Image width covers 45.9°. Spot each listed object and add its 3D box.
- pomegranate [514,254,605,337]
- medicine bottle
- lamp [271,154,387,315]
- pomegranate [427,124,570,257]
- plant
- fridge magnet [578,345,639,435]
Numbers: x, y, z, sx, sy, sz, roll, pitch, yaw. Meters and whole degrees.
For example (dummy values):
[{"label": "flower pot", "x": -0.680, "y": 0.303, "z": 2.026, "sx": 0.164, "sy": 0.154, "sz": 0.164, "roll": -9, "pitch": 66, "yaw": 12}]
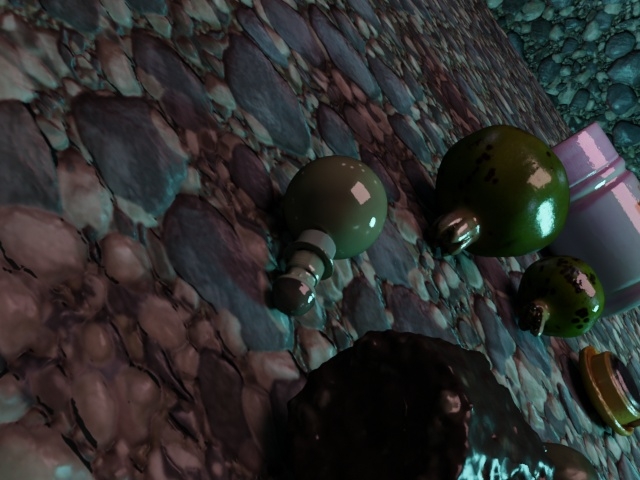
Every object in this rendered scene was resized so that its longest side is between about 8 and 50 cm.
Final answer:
[{"label": "pomegranate", "x": 0.327, "y": 0.088, "z": 1.064, "sx": 0.161, "sy": 0.122, "sz": 0.122, "roll": -30, "pitch": 86, "yaw": -37}, {"label": "medicine bottle", "x": 0.508, "y": -0.038, "z": 1.402, "sx": 0.316, "sy": 0.202, "sz": 0.202, "roll": 58, "pitch": 26, "yaw": 1}, {"label": "lamp", "x": 0.000, "y": 0.000, "z": 0.630, "sx": 0.091, "sy": 0.091, "sz": 0.163, "roll": 46, "pitch": 44, "yaw": -22}, {"label": "pomegranate", "x": 0.218, "y": -0.048, "z": 0.974, "sx": 0.209, "sy": 0.180, "sz": 0.180, "roll": -37, "pitch": 94, "yaw": -35}, {"label": "plant", "x": 0.104, "y": 0.166, "z": 0.534, "sx": 0.274, "sy": 0.149, "sz": 0.146, "roll": 38, "pitch": 32, "yaw": -38}, {"label": "fridge magnet", "x": 0.438, "y": 0.224, "z": 1.141, "sx": 0.143, "sy": 0.063, "sz": 0.143, "roll": 39, "pitch": 34, "yaw": -34}]
